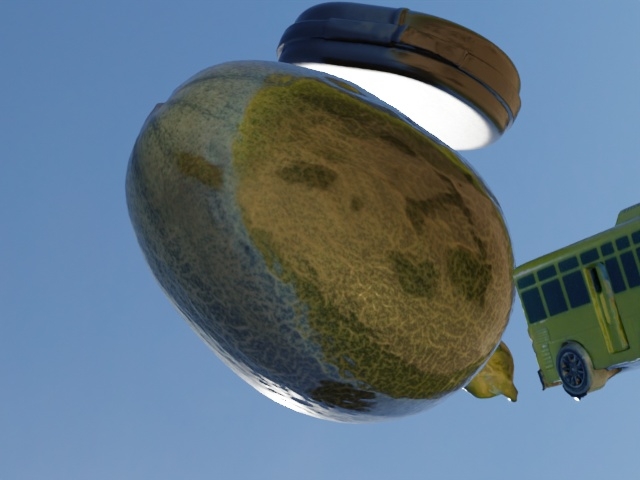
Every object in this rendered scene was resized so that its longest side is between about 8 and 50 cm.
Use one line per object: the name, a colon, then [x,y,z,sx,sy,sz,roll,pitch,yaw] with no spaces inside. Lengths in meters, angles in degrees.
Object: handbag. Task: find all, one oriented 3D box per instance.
handbag: [0.093,-0.201,1.690,0.254,0.308,0.093,45,-119,-57]

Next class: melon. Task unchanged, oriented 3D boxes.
melon: [0.000,0.000,1.091,0.329,0.248,0.248,37,-137,-3]

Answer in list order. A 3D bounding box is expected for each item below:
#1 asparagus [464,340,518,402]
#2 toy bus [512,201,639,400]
asparagus: [0.073,0.021,1.343,0.343,0.082,0.085,55,-174,21]
toy bus: [0.199,0.029,0.823,0.088,0.175,0.101,-11,-100,-30]
